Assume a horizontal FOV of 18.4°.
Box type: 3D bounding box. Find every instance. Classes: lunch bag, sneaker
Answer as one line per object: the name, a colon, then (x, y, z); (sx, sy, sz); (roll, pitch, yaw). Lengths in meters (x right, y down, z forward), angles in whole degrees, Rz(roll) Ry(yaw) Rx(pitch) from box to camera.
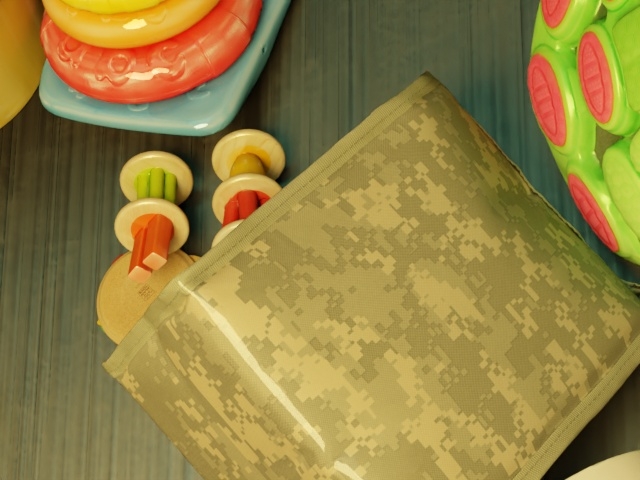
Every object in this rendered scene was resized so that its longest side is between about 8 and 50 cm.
lunch bag: (0.053, 0.056, 1.217); (0.235, 0.169, 0.287); (47, 56, 3)
sneaker: (0.263, -0.219, 1.283); (0.185, 0.202, 0.483); (4, 87, 61)

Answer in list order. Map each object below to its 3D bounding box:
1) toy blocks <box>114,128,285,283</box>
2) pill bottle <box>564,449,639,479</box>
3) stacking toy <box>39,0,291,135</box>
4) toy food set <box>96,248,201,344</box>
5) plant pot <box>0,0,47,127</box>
toy blocks: (-0.082, -0.004, 1.350); (0.123, 0.054, 0.148); (-13, 40, 9)
pill bottle: (0.218, 0.275, 1.114); (0.169, 0.169, 0.301); (-30, 63, 4)
stacking toy: (-0.140, -0.224, 1.346); (0.165, 0.302, 0.175); (10, 57, 20)
toy food set: (-0.120, 0.039, 1.396); (0.082, 0.020, 0.083); (23, 77, 24)
plant pot: (-0.312, -0.185, 1.425); (0.254, 0.239, 0.254); (-6, 66, 15)
